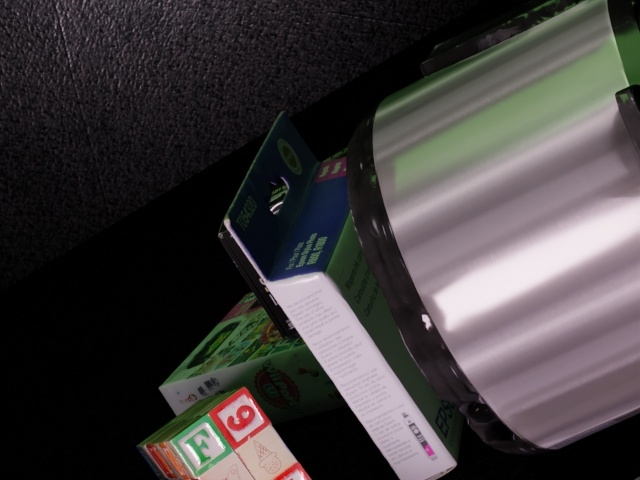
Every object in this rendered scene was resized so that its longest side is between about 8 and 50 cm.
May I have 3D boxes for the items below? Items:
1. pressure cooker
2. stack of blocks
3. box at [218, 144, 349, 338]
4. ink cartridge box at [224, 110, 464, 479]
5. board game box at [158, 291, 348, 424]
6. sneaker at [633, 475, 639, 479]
[{"bbox_3d":[0.282,-0.042,1.736,0.420,0.375,0.370,-27,31,22],"label":"pressure cooker"},{"bbox_3d":[-0.082,0.242,1.917,0.087,0.171,0.297,-36,2,-13],"label":"stack of blocks"},{"bbox_3d":[0.000,0.000,2.206,0.180,0.147,0.077,-28,17,14],"label":"box"},{"bbox_3d":[0.046,0.040,1.999,0.071,0.330,0.324,-27,16,19],"label":"ink cartridge box"},{"bbox_3d":[-0.011,0.118,2.323,0.303,0.097,0.224,-18,20,39],"label":"board game box"},{"bbox_3d":[0.216,0.232,1.552,0.188,0.067,0.078,-35,21,3],"label":"sneaker"}]
